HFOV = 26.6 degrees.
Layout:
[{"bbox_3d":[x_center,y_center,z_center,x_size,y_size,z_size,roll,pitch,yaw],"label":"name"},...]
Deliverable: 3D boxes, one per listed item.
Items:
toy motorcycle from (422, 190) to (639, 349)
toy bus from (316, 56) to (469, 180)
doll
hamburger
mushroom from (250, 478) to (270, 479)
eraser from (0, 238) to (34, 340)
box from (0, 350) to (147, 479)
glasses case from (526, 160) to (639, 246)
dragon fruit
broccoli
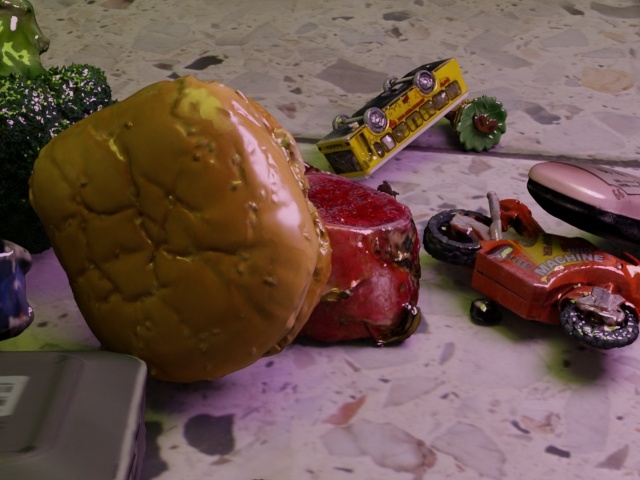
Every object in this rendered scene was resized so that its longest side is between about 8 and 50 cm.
[{"bbox_3d":[0.251,0.038,1.501,0.171,0.089,0.298,-20,38,-33],"label":"toy motorcycle"},{"bbox_3d":[0.095,-0.164,1.773,0.226,0.074,0.081,-40,22,-34],"label":"toy bus"},{"bbox_3d":[0.201,-0.158,1.855,0.078,0.077,0.113,17,-4,-22],"label":"doll"},{"bbox_3d":[-0.141,-0.002,1.334,0.318,0.319,0.158,14,12,17],"label":"hamburger"},{"bbox_3d":[-0.021,0.239,1.139,0.127,0.087,0.127,-12,-11,-2],"label":"mushroom"},{"bbox_3d":[-0.419,0.058,1.172,0.155,0.102,0.332,9,14,39],"label":"eraser"},{"bbox_3d":[-0.346,0.180,1.108,0.395,0.111,0.396,-1,11,-5],"label":"box"},{"bbox_3d":[0.347,-0.038,1.548,0.122,0.075,0.314,27,12,38],"label":"glasses case"},{"bbox_3d":[0.000,0.000,1.491,0.211,0.147,0.282,-26,43,-36],"label":"dragon fruit"},{"bbox_3d":[-0.337,-0.122,1.532,0.297,0.297,0.297,-5,64,-12],"label":"broccoli"}]
